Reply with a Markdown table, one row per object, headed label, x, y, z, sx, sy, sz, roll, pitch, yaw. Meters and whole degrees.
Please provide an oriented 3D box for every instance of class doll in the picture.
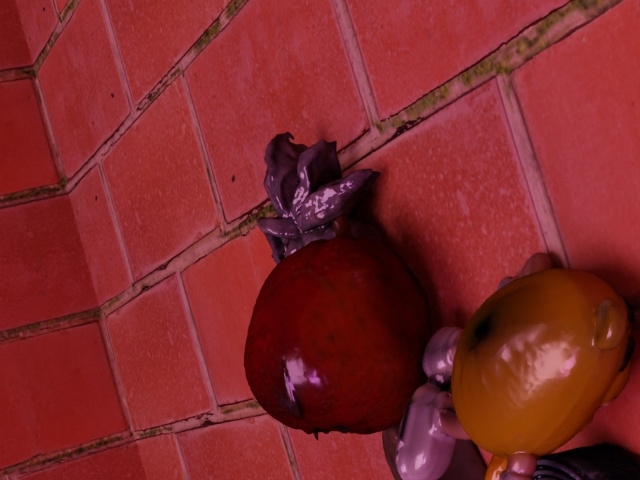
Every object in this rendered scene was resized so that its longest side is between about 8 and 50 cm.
| label | x | y | z | sx | sy | sz | roll | pitch | yaw |
| --- | --- | --- | --- | --- | --- | --- | --- | --- | --- |
| doll | 0.215 | 0.179 | 1.525 | 0.423 | 0.161 | 0.348 | -140 | 67 | -71 |

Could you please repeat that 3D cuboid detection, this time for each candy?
| label | x | y | z | sx | sy | sz | roll | pitch | yaw |
| --- | --- | --- | --- | --- | --- | --- | --- | --- | --- |
| candy | 0.176 | 0.350 | 1.799 | 0.234 | 0.104 | 0.102 | 62 | 156 | 29 |

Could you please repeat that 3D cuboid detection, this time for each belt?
| label | x | y | z | sx | sy | sz | roll | pitch | yaw |
| --- | --- | --- | --- | --- | --- | --- | --- | --- | --- |
| belt | 0.315 | 0.345 | 1.496 | 0.267 | 0.116 | 0.206 | 147 | 112 | -66 |

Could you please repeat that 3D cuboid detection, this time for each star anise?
| label | x | y | z | sx | sy | sz | roll | pitch | yaw |
| --- | --- | --- | --- | --- | --- | --- | --- | --- | --- |
| star anise | 0.000 | 0.000 | 1.945 | 0.359 | 0.139 | 0.316 | 60 | 151 | 12 |

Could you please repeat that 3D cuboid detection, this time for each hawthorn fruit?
| label | x | y | z | sx | sy | sz | roll | pitch | yaw |
| --- | --- | --- | --- | --- | --- | --- | --- | --- | --- |
| hawthorn fruit | 0.024 | 0.118 | 1.780 | 0.265 | 0.265 | 0.307 | 146 | 124 | -63 |

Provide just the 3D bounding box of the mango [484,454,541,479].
| label | x | y | z | sx | sy | sz | roll | pitch | yaw |
| --- | --- | --- | --- | --- | --- | --- | --- | --- | --- |
| mango | 0.253 | 0.321 | 1.674 | 0.101 | 0.066 | 0.187 | -132 | 42 | -58 |
